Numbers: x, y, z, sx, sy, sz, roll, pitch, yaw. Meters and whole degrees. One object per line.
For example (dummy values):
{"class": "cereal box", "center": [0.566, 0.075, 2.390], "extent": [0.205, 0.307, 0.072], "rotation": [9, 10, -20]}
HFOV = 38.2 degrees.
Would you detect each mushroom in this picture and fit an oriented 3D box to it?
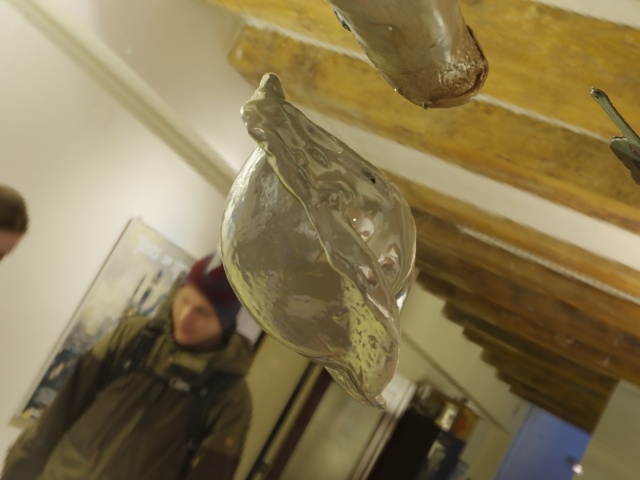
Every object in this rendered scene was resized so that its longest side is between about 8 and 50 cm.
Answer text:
{"class": "mushroom", "center": [0.040, -0.195, 0.696], "extent": [0.122, 0.095, 0.351], "rotation": [17, -8, 30]}

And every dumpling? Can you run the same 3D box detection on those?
{"class": "dumpling", "center": [0.000, 0.000, 0.570], "extent": [0.151, 0.124, 0.229], "rotation": [146, -79, -85]}

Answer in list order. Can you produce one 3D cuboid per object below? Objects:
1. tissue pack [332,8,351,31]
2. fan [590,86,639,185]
{"class": "tissue pack", "center": [0.041, -0.373, 0.921], "extent": [0.271, 0.134, 0.192], "rotation": [74, -7, -65]}
{"class": "fan", "center": [0.369, -0.098, 1.047], "extent": [0.226, 0.008, 0.152], "rotation": [39, -2, -31]}
